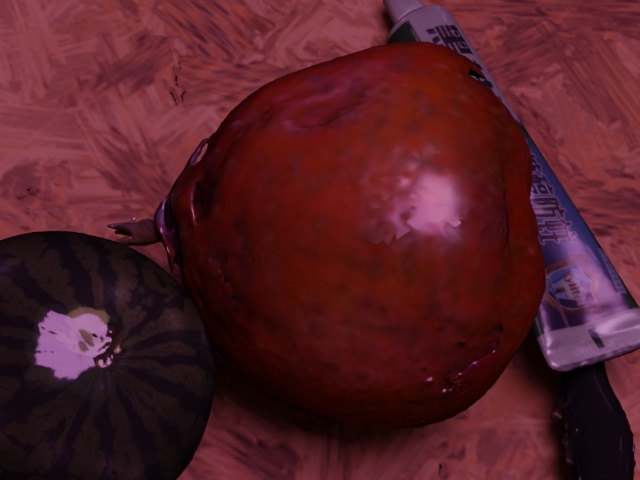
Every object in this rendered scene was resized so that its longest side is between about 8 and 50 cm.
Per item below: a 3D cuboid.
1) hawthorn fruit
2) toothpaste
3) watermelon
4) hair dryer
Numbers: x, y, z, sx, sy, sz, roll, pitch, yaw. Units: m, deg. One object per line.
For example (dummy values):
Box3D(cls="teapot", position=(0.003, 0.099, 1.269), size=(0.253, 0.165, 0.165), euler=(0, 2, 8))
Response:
Box3D(cls="hawthorn fruit", position=(0.000, 0.000, 1.277), size=(0.307, 0.276, 0.276), euler=(-4, 61, -1))
Box3D(cls="toothpaste", position=(0.140, -0.065, 1.441), size=(0.098, 0.061, 0.392), euler=(-14, 59, -22))
Box3D(cls="watermelon", position=(-0.175, 0.095, 1.194), size=(0.212, 0.212, 0.212), euler=(7, 59, -12))
Box3D(cls="hair dryer", position=(0.170, 0.151, 1.348), size=(0.303, 0.120, 0.359), euler=(-1, 50, 0))
